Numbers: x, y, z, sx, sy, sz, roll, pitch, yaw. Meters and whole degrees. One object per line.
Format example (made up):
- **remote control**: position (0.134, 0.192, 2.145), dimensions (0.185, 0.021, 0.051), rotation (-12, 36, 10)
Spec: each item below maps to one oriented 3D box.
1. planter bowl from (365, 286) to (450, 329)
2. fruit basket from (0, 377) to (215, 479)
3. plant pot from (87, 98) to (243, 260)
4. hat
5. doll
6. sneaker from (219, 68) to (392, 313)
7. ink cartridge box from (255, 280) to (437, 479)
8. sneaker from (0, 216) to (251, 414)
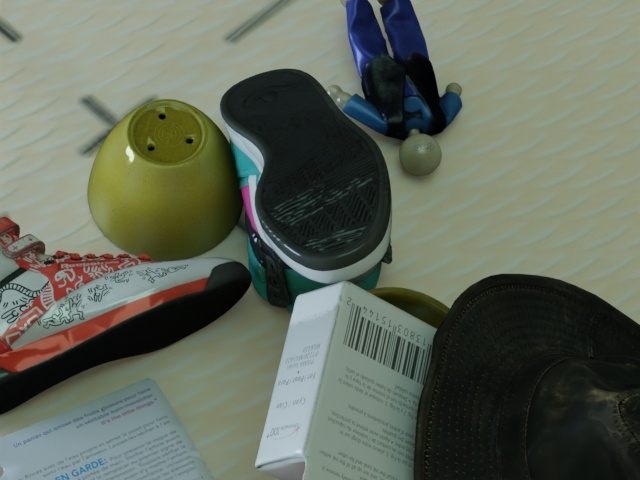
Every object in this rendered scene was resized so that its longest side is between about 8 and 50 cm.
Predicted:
- **planter bowl**: position (0.039, 0.150, 1.392), dimensions (0.217, 0.090, 0.217), rotation (11, 72, -38)
- **fruit basket**: position (-0.191, 0.293, 1.296), dimensions (0.327, 0.165, 0.353), rotation (-23, 49, -18)
- **plant pot**: position (-0.129, -0.064, 1.517), dimensions (0.134, 0.095, 0.134), rotation (2, 60, -4)
- **hat**: position (0.224, 0.165, 1.308), dimensions (0.331, 0.134, 0.331), rotation (13, 69, -37)
- **doll**: position (0.065, -0.140, 1.610), dimensions (0.129, 0.046, 0.189), rotation (-7, 67, -21)
- **sneaker**: position (0.000, 0.000, 1.440), dimensions (0.124, 0.178, 0.295), rotation (-20, 32, -3)
- **ink cartridge box**: position (0.084, 0.206, 1.309), dimensions (0.296, 0.066, 0.261), rotation (29, 60, -30)
- **sneaker**: position (-0.201, 0.031, 1.457), dimensions (0.270, 0.090, 0.145), rotation (-23, 67, -15)
